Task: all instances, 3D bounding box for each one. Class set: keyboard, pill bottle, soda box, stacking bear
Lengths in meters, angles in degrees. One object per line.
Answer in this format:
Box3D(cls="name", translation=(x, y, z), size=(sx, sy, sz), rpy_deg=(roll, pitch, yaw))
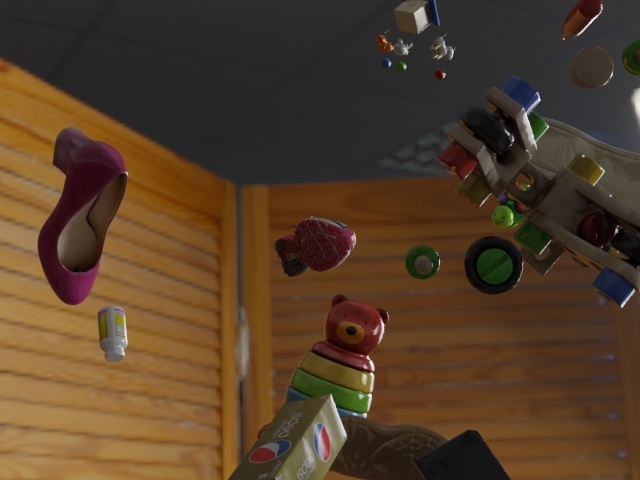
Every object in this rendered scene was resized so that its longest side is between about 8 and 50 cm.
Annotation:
Box3D(cls="keyboard", translation=(0.157, 0.282, 1.055), size=(0.108, 0.180, 0.023), rpy_deg=(-23, -28, -23))
Box3D(cls="pill bottle", translation=(-0.326, 0.147, 1.683), size=(0.043, 0.083, 0.043), rpy_deg=(-8, -31, -5))
Box3D(cls="soda box", translation=(-0.033, 0.228, 1.111), size=(0.061, 0.058, 0.181), rpy_deg=(-15, 13, 23))
Box3D(cls="stacking bear", translation=(0.027, 0.244, 1.916), size=(0.175, 0.289, 0.164), rpy_deg=(20, -1, 11))

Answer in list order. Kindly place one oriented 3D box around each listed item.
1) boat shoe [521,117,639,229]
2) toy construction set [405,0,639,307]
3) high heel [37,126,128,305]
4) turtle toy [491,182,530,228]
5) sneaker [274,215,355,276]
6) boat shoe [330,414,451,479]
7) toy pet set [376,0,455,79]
Box3D(cls="boat shoe", translation=(0.439, -0.080, 1.636), size=(0.324, 0.116, 0.097), rpy_deg=(28, -5, 9))
Box3D(cls="toy construction set", translation=(0.249, -0.086, 1.147), size=(0.257, 0.309, 0.237), rpy_deg=(14, 3, 3))
Box3D(cls="high heel", translation=(-0.272, -0.008, 1.277), size=(0.082, 0.244, 0.117), rpy_deg=(-11, 35, -41))
Box3D(cls="turtle toy", translation=(0.390, -0.068, 2.144), size=(0.095, 0.130, 0.066), rpy_deg=(20, -33, 38))
Box3D(cls="sneaker", translation=(0.000, 0.000, 2.334), size=(0.112, 0.121, 0.299), rpy_deg=(-23, 4, -24))
Box3D(cls="boat shoe", translation=(0.121, 0.283, 1.347), size=(0.092, 0.103, 0.285), rpy_deg=(17, -8, -38))
Box3D(cls="toy pet set", translation=(0.147, -0.313, 1.604), size=(0.122, 0.065, 0.114), rpy_deg=(22, -39, 40))
